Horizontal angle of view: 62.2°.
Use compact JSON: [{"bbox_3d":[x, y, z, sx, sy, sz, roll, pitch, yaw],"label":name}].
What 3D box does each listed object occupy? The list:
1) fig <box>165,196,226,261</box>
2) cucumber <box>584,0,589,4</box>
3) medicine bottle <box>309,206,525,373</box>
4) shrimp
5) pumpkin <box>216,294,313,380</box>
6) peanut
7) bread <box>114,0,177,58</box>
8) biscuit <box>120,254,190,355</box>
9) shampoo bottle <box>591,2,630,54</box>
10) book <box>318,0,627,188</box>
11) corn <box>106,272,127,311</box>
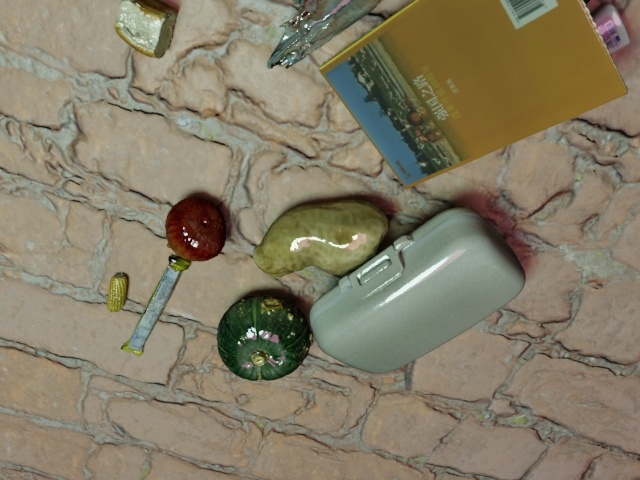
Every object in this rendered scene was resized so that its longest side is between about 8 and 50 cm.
[{"bbox_3d":[-0.250,-0.019,0.978,0.152,0.119,0.119,-4,120,22],"label":"fig"},{"bbox_3d":[0.306,-0.264,0.826,0.072,0.072,0.300,21,122,-9],"label":"cucumber"},{"bbox_3d":[0.177,0.108,0.982,0.375,0.123,0.282,-36,135,22],"label":"medicine bottle"},{"bbox_3d":[0.010,-0.389,0.781,0.317,0.062,0.164,-42,106,18],"label":"shrimp"},{"bbox_3d":[-0.113,0.196,1.067,0.190,0.146,0.191,-6,109,-16],"label":"pumpkin"},{"bbox_3d":[0.000,0.000,0.962,0.252,0.122,0.137,-4,101,7],"label":"peanut"},{"bbox_3d":[-0.267,-0.330,0.814,0.070,0.083,0.077,24,118,-7],"label":"bread"},{"bbox_3d":[-0.351,0.146,1.119,0.048,0.026,0.292,26,118,-16],"label":"biscuit"},{"bbox_3d":[0.411,-0.303,0.815,0.099,0.043,0.072,-32,112,20],"label":"shampoo bottle"},{"bbox_3d":[0.208,-0.241,0.790,0.373,0.028,0.263,-21,119,41],"label":"book"},{"bbox_3d":[-0.421,0.110,1.097,0.037,0.037,0.092,15,117,-6],"label":"corn"}]
